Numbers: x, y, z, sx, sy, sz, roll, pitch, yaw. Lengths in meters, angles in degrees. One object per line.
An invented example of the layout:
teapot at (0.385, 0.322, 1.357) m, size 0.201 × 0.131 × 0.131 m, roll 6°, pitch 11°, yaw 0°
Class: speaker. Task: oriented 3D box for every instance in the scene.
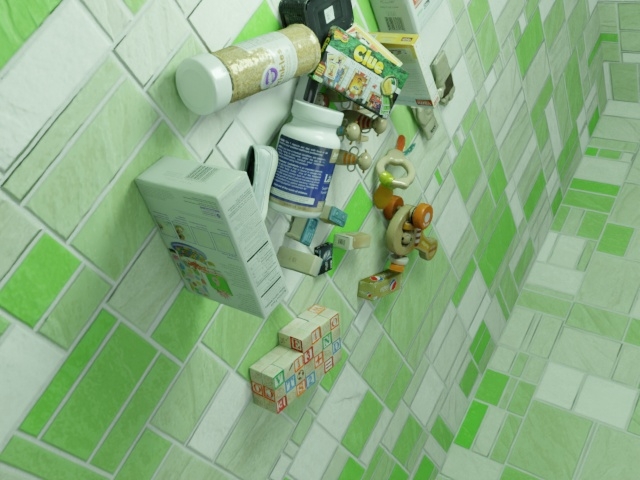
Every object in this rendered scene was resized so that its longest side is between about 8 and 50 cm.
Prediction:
speaker at (-0.028, -0.399, 1.730) m, size 0.055 × 0.055 × 0.136 m, roll 16°, pitch 90°, yaw -55°

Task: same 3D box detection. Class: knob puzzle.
knob puzzle at (0.100, -0.470, 1.783) m, size 0.213 × 0.213 × 0.030 m, roll -50°, pitch 179°, yaw -31°

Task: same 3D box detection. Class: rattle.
rattle at (0.234, -0.214, 2.157) m, size 0.142 × 0.130 × 0.199 m, roll 80°, pitch 14°, yaw -48°

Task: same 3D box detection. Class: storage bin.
storage bin at (-0.006, -0.551, 1.674) m, size 0.180 × 0.084 × 0.122 m, roll -45°, pitch 136°, yaw -36°

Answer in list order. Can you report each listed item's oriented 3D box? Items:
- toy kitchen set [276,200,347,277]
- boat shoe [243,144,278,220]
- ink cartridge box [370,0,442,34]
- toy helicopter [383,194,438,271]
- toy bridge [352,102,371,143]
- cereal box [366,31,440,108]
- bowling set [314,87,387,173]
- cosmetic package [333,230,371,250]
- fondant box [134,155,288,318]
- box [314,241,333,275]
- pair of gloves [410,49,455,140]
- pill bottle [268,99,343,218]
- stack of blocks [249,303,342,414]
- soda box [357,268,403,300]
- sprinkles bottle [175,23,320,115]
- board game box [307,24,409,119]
toy kitchen set at (0.000, 0.000, 1.865) m, size 0.166 × 0.122 × 0.207 m, roll 28°, pitch 81°, yaw -55°
boat shoe at (-0.169, -0.119, 1.639) m, size 0.081 × 0.079 × 0.227 m, roll 12°, pitch 94°, yaw -37°
ink cartridge box at (0.254, -0.775, 1.906) m, size 0.309 × 0.130 × 0.271 m, roll -55°, pitch 139°, yaw -26°
toy helicopter at (0.308, 0.010, 2.291) m, size 0.355 × 0.140 × 0.234 m, roll 29°, pitch 81°, yaw -57°
toy bridge at (0.118, -0.369, 1.968) m, size 0.063 × 0.026 × 0.188 m, roll -16°, pitch 116°, yaw -48°
cereal box at (0.228, -0.479, 1.950) m, size 0.047 × 0.173 × 0.240 m, roll -59°, pitch 143°, yaw -23°
bowling set at (0.076, -0.324, 1.815) m, size 0.200 × 0.154 × 0.286 m, roll -2°, pitch 104°, yaw -54°
cosmetic package at (0.095, 0.000, 2.053) m, size 0.115 × 0.060 × 0.041 m, roll -8°, pitch 109°, yaw -54°
fondant box at (-0.223, -0.006, 1.453) m, size 0.096 × 0.238 × 0.330 m, roll -47°, pitch 137°, yaw -35°
box at (0.008, 0.052, 1.988) m, size 0.067 × 0.018 × 0.083 m, roll -21°, pitch 119°, yaw -49°
pair of gloves at (0.370, -0.478, 2.263) m, size 0.240 × 0.042 × 0.204 m, roll -61°, pitch 147°, yaw -15°
pill bottle at (-0.038, -0.199, 1.681) m, size 0.153 × 0.153 × 0.264 m, roll -5°, pitch 115°, yaw -53°
stack of blocks at (-0.065, 0.327, 1.934) m, size 0.297 × 0.087 × 0.171 m, roll -33°, pitch 128°, yaw -43°
soda box at (0.198, 0.144, 2.249) m, size 0.181 × 0.061 × 0.058 m, roll -15°, pitch 115°, yaw -51°
sprinkles bottle at (-0.149, -0.382, 1.511) m, size 0.355 × 0.121 × 0.121 m, roll -35°, pitch 130°, yaw -43°
board game box at (0.099, -0.413, 1.713) m, size 0.260 × 0.030 × 0.136 m, roll 20°, pitch 97°, yaw -37°
